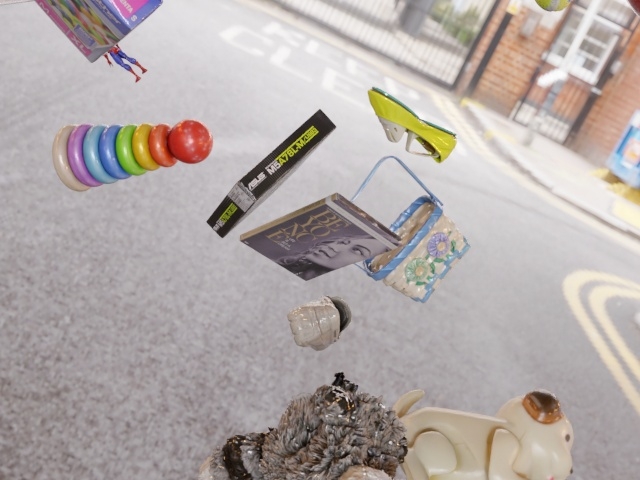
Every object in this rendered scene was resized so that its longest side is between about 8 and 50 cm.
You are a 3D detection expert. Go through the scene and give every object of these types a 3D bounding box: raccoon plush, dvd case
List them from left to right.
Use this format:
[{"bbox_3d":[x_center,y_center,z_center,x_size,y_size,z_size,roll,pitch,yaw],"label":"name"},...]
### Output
[{"bbox_3d":[-0.017,0.438,1.441,0.216,0.446,0.299,34,39,-25],"label":"raccoon plush"},{"bbox_3d":[0.000,0.000,1.510,0.164,0.221,0.018,33,49,-36],"label":"dvd case"}]

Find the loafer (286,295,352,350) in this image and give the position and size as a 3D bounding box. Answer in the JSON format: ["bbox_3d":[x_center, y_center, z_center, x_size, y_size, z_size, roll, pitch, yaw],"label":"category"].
[{"bbox_3d":[0.014,0.170,1.908,0.319,0.111,0.112,10,62,-82],"label":"loafer"}]

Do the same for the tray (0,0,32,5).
[{"bbox_3d":[-0.401,-0.413,1.328,0.270,0.145,0.030,-6,-10,6],"label":"tray"}]

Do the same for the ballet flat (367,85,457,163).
[{"bbox_3d":[0.170,-0.212,1.751,0.231,0.077,0.077,24,5,-34],"label":"ballet flat"}]

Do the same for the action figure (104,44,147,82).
[{"bbox_3d":[-0.355,-0.323,1.585,0.115,0.038,0.030,44,-28,-22],"label":"action figure"}]

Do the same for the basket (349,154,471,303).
[{"bbox_3d":[0.182,-0.019,2.090,0.289,0.255,0.201,38,2,-9],"label":"basket"}]

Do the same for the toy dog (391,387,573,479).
[{"bbox_3d":[0.379,0.493,2.085,0.407,0.285,0.395,-14,35,-6],"label":"toy dog"}]

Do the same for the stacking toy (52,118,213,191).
[{"bbox_3d":[-0.369,-0.187,1.842,0.330,0.141,0.141,-7,4,22],"label":"stacking toy"}]

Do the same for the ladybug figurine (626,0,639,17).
[{"bbox_3d":[0.677,-0.617,1.694,0.161,0.450,0.305,19,-1,-28],"label":"ladybug figurine"}]

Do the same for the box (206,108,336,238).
[{"bbox_3d":[-0.077,-0.098,1.386,0.045,0.184,0.190,44,-26,-3],"label":"box"}]

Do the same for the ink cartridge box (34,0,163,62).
[{"bbox_3d":[-0.293,-0.322,1.100,0.186,0.065,0.311,49,-19,-18],"label":"ink cartridge box"}]

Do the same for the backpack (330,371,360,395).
[{"bbox_3d":[0.032,0.333,1.761,0.084,0.105,0.114,29,45,8],"label":"backpack"}]

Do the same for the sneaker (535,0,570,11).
[{"bbox_3d":[0.375,-0.421,1.242,0.126,0.240,0.091,-16,63,-21],"label":"sneaker"}]
